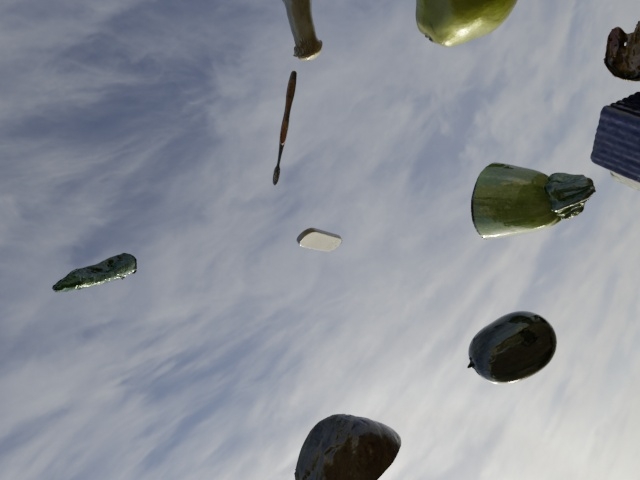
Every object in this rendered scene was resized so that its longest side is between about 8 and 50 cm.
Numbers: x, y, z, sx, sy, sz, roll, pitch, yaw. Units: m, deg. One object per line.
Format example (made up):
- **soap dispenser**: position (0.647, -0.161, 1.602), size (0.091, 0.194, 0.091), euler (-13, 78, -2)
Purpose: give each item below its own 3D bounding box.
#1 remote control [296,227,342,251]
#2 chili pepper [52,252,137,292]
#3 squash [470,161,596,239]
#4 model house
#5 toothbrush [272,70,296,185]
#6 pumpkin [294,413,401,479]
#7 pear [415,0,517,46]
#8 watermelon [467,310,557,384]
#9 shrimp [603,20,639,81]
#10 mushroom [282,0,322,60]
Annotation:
- **remote control**: position (0.000, 0.000, 1.471), size (0.077, 0.022, 0.245), euler (-43, -25, 19)
- **chili pepper**: position (-0.510, 0.081, 0.960), size (0.059, 0.088, 0.227), euler (64, -167, -3)
- **squash**: position (0.271, -0.048, 0.528), size (0.105, 0.132, 0.105), euler (-5, -82, -40)
- **model house**: position (0.680, -0.228, 0.767), size (0.280, 0.245, 0.312), euler (14, -64, -39)
- **toothbrush**: position (-0.102, -0.305, 1.196), size (0.023, 0.031, 0.321), euler (8, -65, -10)
- **pumpkin**: position (0.079, 0.558, 1.151), size (0.312, 0.148, 0.169), euler (-30, -87, -27)
- **pear**: position (0.328, -0.551, 0.931), size (0.212, 0.213, 0.269), euler (15, -49, -40)
- **watermelon**: position (0.228, 0.131, 0.517), size (0.110, 0.078, 0.078), euler (-33, -56, 5)
- **shrimp**: position (0.593, -0.418, 0.760), size (0.066, 0.117, 0.262), euler (-55, -34, -58)
- **mushroom**: position (-0.049, -0.543, 1.013), size (0.081, 0.092, 0.224), euler (-15, -74, -2)
